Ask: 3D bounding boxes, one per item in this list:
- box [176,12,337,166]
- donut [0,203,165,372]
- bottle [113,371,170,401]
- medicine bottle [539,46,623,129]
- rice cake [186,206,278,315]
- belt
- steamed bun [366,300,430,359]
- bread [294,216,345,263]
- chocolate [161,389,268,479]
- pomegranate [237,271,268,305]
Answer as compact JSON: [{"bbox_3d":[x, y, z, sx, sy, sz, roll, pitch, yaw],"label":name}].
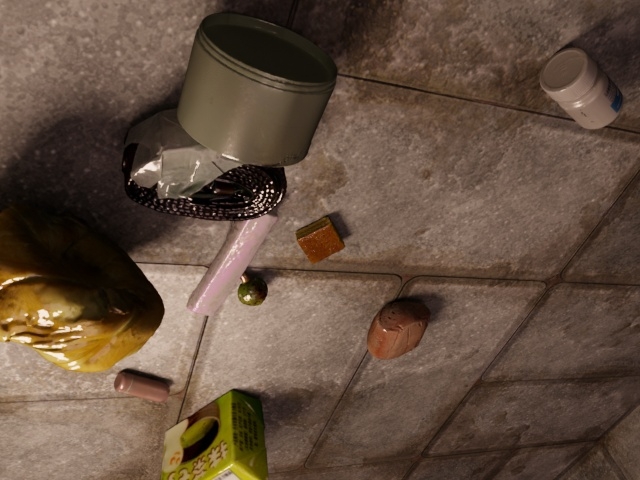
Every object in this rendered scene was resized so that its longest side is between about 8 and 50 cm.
[{"bbox_3d":[-0.100,-0.241,0.923,0.226,0.226,0.149,7,129,-25],"label":"box"},{"bbox_3d":[-0.460,0.080,1.030,0.360,0.360,0.170,34,98,-40],"label":"donut"},{"bbox_3d":[-0.460,0.379,1.493,0.053,0.053,0.140,-43,132,20],"label":"bottle"},{"bbox_3d":[0.536,-0.307,1.182,0.168,0.105,0.105,25,119,-36],"label":"medicine bottle"},{"bbox_3d":[-0.194,0.042,1.275,0.073,0.056,0.365,15,125,-33],"label":"rice cake"},{"bbox_3d":[-0.204,-0.124,1.040,0.289,0.164,0.184,3,139,-23],"label":"belt"},{"bbox_3d":[0.210,0.235,1.576,0.175,0.106,0.144,-12,131,-29],"label":"steamed bun"},{"bbox_3d":[0.000,0.000,1.321,0.090,0.035,0.094,-27,134,5],"label":"bread"},{"bbox_3d":[-0.301,0.598,1.601,0.301,0.288,0.137,-35,122,13],"label":"chocolate"},{"bbox_3d":[-0.157,0.110,1.348,0.073,0.073,0.084,-2,108,-18],"label":"pomegranate"}]
